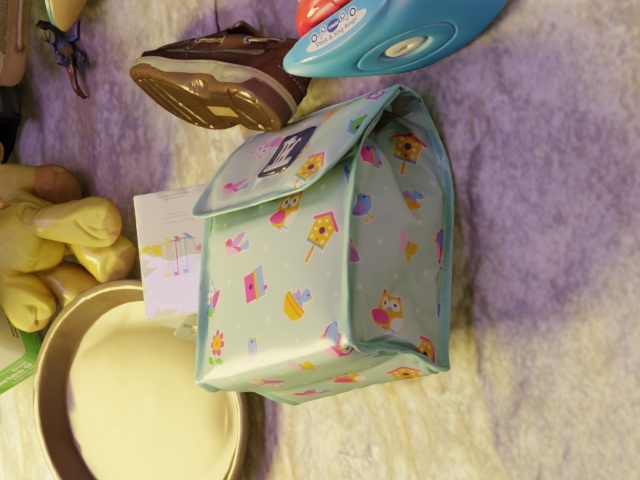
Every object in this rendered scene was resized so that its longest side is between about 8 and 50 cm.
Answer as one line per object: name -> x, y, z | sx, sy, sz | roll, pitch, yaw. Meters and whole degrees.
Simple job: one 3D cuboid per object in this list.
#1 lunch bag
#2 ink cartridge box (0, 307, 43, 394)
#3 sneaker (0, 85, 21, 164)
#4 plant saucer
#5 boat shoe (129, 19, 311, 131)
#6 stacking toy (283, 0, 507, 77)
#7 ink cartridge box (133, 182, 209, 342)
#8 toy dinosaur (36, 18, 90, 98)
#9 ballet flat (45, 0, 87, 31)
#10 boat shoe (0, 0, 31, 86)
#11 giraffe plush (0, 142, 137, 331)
lunch bag -> 0.000, 0.000, 1.408 | 0.223, 0.160, 0.262 | -17, 66, 46
ink cartridge box -> -0.442, 0.052, 1.714 | 0.121, 0.289, 0.211 | -30, 71, 7
sneaker -> -0.436, -0.112, 1.833 | 0.276, 0.098, 0.135 | -42, 65, 36
plant saucer -> -0.186, 0.177, 1.640 | 0.278, 0.041, 0.277 | 3, 96, 30
boat shoe -> -0.089, -0.166, 1.532 | 0.257, 0.095, 0.095 | 17, 66, 50
stacking toy -> 0.023, -0.299, 1.345 | 0.175, 0.166, 0.301 | -29, 75, 40
ink cartridge box -> -0.120, 0.025, 1.531 | 0.090, 0.092, 0.143 | -10, 79, 15
toy dinosaur -> -0.291, -0.211, 1.733 | 0.082, 0.047, 0.090 | 43, 133, 53
ballet flat -> -0.260, -0.342, 1.670 | 0.073, 0.080, 0.232 | -1, 97, 13
boat shoe -> -0.355, -0.341, 1.733 | 0.122, 0.110, 0.341 | 3, 82, 57
giraffe plush -> -0.315, -0.018, 1.705 | 0.170, 0.210, 0.181 | -111, 37, -53
